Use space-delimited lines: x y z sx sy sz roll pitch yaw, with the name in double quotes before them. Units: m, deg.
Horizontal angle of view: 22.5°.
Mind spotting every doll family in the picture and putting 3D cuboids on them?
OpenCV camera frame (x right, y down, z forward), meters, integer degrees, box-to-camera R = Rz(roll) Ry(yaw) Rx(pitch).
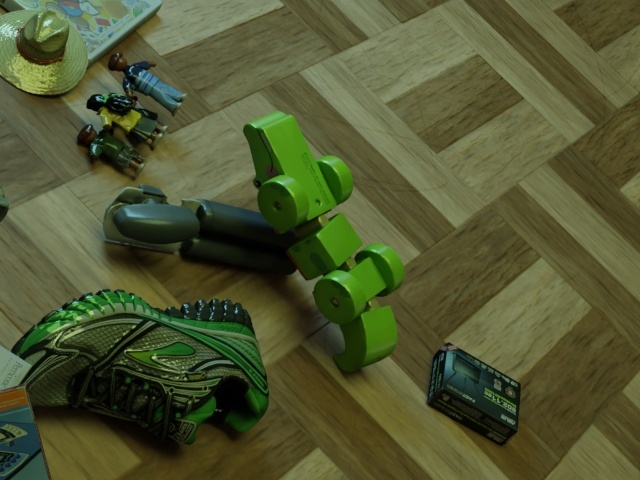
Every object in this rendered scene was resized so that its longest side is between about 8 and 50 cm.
"doll family" -0.248 -0.169 2.069 0.111 0.076 0.193 30 31 -5

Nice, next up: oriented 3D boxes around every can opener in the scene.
"can opener" -0.133 -0.001 1.970 0.283 0.076 0.095 13 25 -32

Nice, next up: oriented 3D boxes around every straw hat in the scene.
"straw hat" -0.353 -0.261 2.055 0.145 0.061 0.144 16 52 -21

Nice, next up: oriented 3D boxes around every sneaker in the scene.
"sneaker" -0.187 0.143 1.727 0.344 0.134 0.146 2 50 -41

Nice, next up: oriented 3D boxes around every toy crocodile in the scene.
"toy crocodile" 0.000 0.000 1.985 0.115 0.105 0.340 -35 98 -45

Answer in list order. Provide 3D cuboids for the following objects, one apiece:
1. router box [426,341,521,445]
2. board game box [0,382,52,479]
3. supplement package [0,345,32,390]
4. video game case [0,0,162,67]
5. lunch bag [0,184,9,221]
"router box" 0.200 0.199 2.088 0.122 0.038 0.092 30 37 -13
"board game box" -0.371 0.227 1.368 0.027 0.281 0.145 -148 -136 -82
"supplement package" -0.417 0.160 1.492 0.203 0.149 0.194 33 36 -7
"video game case" -0.348 -0.345 2.206 0.206 0.026 0.227 38 36 -1
"lunch bag" -0.503 -0.092 1.676 0.287 0.169 0.235 10 45 -41
